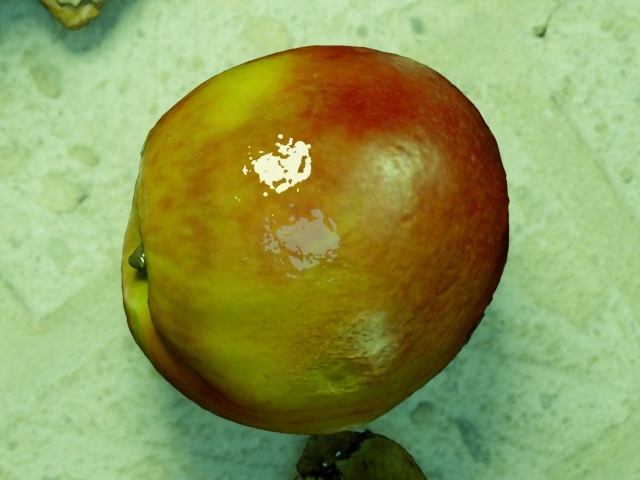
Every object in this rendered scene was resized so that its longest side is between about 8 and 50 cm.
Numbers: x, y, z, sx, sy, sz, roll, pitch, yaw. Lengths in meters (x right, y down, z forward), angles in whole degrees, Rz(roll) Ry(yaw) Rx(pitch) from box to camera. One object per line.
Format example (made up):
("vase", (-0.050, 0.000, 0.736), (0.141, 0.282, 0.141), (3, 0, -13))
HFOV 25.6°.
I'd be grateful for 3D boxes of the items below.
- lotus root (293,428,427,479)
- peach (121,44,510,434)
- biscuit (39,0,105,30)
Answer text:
("lotus root", (0.056, 0.229, 1.079), (0.108, 0.094, 0.191), (-31, 108, 26))
("peach", (0.000, 0.000, 0.974), (0.280, 0.238, 0.281), (4, 74, -13))
("biscuit", (-0.086, -0.318, 1.023), (0.094, 0.054, 0.379), (42, 86, -12))
